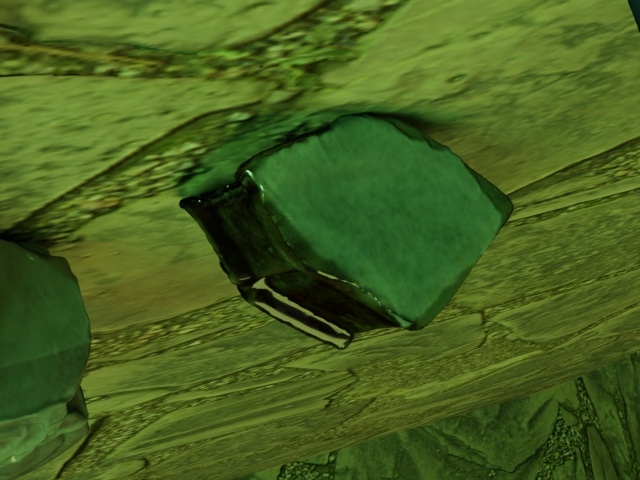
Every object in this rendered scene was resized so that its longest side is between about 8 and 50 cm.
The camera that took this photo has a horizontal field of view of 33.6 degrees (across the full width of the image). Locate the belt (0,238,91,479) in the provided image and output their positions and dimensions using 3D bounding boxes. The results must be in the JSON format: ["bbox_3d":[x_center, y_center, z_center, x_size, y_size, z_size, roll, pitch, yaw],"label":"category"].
[{"bbox_3d":[-0.275,0.103,0.602,0.324,0.115,0.227,-25,164,23],"label":"belt"}]

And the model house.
[{"bbox_3d":[-0.005,-0.004,0.607,0.165,0.106,0.152,34,151,-25],"label":"model house"}]

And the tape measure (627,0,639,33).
[{"bbox_3d":[0.254,-0.117,0.402,0.259,0.138,0.262,-29,161,31],"label":"tape measure"}]
